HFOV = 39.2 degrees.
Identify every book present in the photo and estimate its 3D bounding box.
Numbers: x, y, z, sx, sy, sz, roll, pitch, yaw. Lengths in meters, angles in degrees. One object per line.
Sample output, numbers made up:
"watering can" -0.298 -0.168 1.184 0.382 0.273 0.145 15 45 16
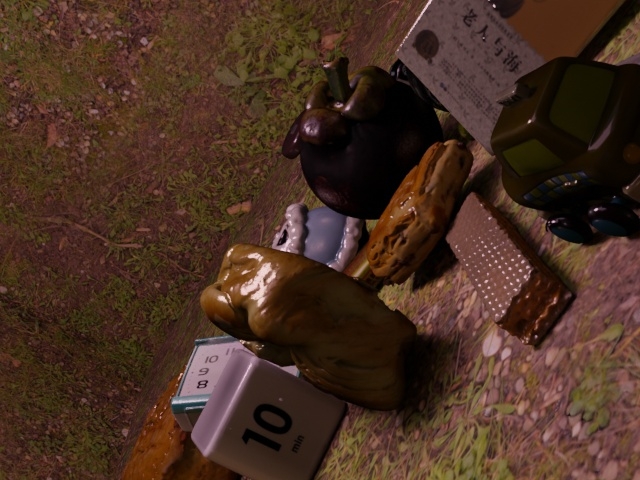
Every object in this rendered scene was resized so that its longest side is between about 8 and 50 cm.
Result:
"book" 0.296 -0.355 1.442 0.032 0.269 0.389 -24 -23 -43

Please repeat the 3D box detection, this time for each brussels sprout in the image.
"brussels sprout" 0.280 -0.218 1.685 0.051 0.046 0.083 -61 2 22

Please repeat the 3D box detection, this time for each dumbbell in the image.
"dumbbell" 0.024 -0.223 2.244 0.140 0.225 0.124 -63 16 -4

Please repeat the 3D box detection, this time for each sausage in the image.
"sausage" 0.067 0.090 1.774 0.371 0.082 0.082 -50 17 34

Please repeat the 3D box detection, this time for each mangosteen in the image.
"mangosteen" 0.087 -0.182 1.757 0.313 0.297 0.297 3 -55 -55

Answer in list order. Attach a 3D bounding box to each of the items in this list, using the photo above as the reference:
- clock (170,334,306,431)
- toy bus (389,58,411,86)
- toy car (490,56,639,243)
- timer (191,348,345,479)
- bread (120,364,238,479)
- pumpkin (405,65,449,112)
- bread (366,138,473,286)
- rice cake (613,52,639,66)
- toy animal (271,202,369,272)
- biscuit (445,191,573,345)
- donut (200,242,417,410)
"clock" -0.155 0.299 1.886 0.231 0.262 0.116 -78 -23 -57
"toy bus" 0.260 -0.480 2.187 0.409 0.092 0.093 -61 15 1
"toy car" 0.297 -0.127 1.068 0.204 0.198 0.248 -65 13 -14
"timer" -0.098 0.327 1.626 0.192 0.195 0.194 -63 14 -9
"bread" -0.303 0.472 2.067 0.398 0.215 0.398 -55 14 20
"pumpkin" 0.268 -0.355 1.652 0.250 0.216 0.250 -21 36 16
"bread" 0.162 -0.048 1.538 0.210 0.099 0.235 -61 0 -37
"rice cake" 0.428 -0.214 1.089 0.055 0.049 0.270 -42 8 -15
"toy animal" 0.000 0.000 1.903 0.208 0.204 0.156 -41 -43 -80
"biscuit" 0.246 0.028 1.254 0.094 0.054 0.378 -58 13 15
"donut" -0.011 0.138 1.415 0.170 0.360 0.360 -63 13 -12
